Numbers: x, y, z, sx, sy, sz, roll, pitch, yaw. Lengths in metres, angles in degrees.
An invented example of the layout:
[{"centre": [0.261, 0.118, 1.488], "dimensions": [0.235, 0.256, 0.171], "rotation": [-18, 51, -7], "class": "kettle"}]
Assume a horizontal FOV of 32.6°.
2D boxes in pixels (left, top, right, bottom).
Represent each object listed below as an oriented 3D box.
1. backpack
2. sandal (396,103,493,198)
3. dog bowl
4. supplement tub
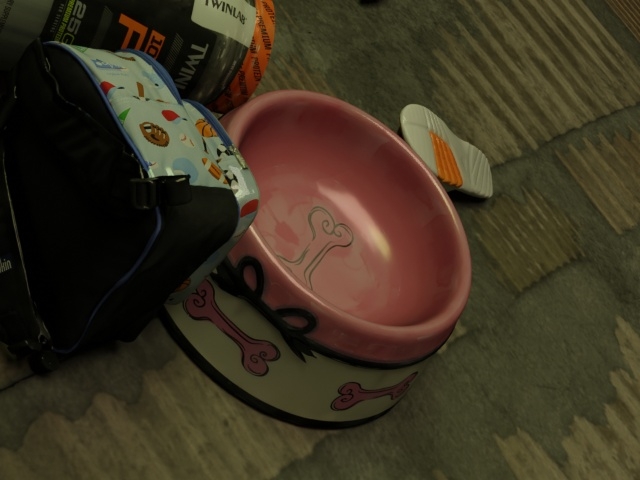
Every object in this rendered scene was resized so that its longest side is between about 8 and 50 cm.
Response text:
[{"centre": [-0.205, -0.057, 1.054], "dimensions": [0.213, 0.276, 0.263], "rotation": [-7, 59, -54], "class": "backpack"}, {"centre": [0.165, -0.107, 1.566], "dimensions": [0.265, 0.076, 0.102], "rotation": [26, 54, -53], "class": "sandal"}, {"centre": [0.000, 0.000, 1.261], "dimensions": [0.408, 0.150, 0.408], "rotation": [24, 44, -25], "class": "dog bowl"}, {"centre": [-0.234, -0.263, 1.238], "dimensions": [0.338, 0.207, 0.207], "rotation": [13, 49, -32], "class": "supplement tub"}]
